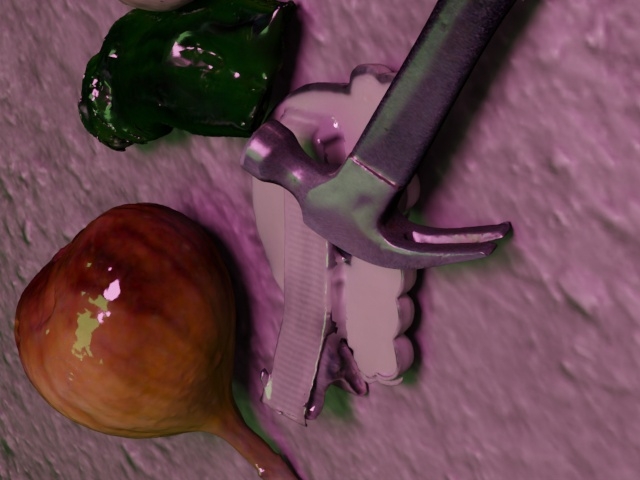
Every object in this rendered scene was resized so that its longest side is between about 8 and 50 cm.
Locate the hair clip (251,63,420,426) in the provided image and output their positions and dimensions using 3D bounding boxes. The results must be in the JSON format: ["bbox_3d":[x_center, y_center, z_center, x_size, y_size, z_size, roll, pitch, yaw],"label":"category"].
[{"bbox_3d":[0.000,0.000,0.693,0.140,0.054,0.220,25,120,49],"label":"hair clip"}]

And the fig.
[{"bbox_3d":[-0.111,0.091,0.785,0.160,0.143,0.230,-25,84,44],"label":"fig"}]

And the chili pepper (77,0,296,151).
[{"bbox_3d":[-0.090,-0.106,0.745,0.224,0.061,0.098,-3,81,55],"label":"chili pepper"}]

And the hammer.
[{"bbox_3d":[0.072,-0.101,0.547,0.137,0.037,0.290,37,127,7],"label":"hammer"}]

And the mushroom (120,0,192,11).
[{"bbox_3d":[-0.080,-0.194,0.664,0.270,0.103,0.118,-35,59,54],"label":"mushroom"}]
